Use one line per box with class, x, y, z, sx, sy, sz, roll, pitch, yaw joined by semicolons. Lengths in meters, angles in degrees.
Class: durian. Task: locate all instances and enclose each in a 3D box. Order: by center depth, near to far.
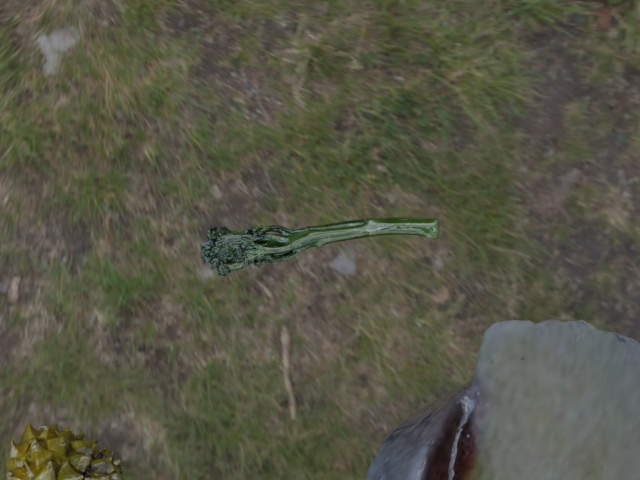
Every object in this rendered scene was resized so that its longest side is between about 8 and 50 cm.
durian;-0.222;0.259;1.226;0.078;0.224;0.140;-24;142;13

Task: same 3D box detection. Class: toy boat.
toy boat;0.136;0.167;0.836;0.111;0.276;0.293;33;122;-30

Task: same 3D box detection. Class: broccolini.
broccolini;0.000;0.000;1.327;0.239;0.051;0.054;-6;74;1
